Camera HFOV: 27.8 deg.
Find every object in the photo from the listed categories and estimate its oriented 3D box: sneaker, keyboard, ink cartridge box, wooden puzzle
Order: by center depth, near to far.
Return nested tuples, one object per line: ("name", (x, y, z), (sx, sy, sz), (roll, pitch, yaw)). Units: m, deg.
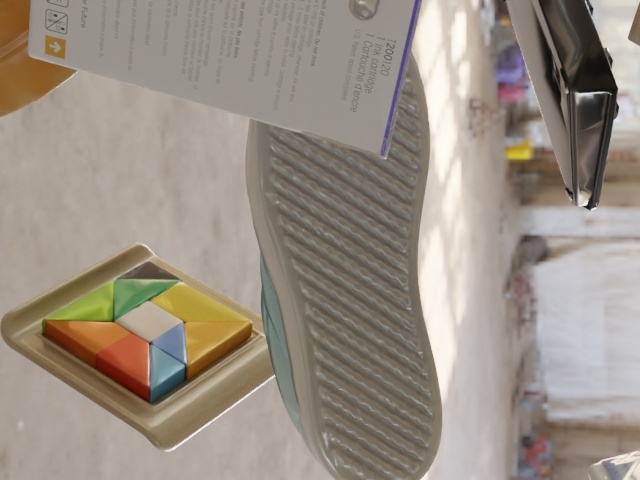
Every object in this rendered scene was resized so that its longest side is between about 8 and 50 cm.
("ink cartridge box", (-0.042, -0.162, 0.653), (0.045, 0.208, 0.206), (-62, 167, -56))
("keyboard", (0.101, -0.191, 0.669), (0.201, 0.033, 0.317), (69, 8, -58))
("sneaker", (0.000, 0.000, 0.956), (0.150, 0.135, 0.366), (-172, -102, -70))
("wooden puzzle", (-0.176, 0.097, 1.350), (0.221, 0.239, 0.044), (-32, 145, -44))

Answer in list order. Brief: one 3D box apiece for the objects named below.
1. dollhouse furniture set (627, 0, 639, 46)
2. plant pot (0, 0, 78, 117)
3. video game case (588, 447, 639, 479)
("dollhouse furniture set", (0.432, -0.236, 1.232), (0.262, 0.259, 0.135), (-130, -132, -54))
("plant pot", (-0.333, -0.252, 1.274), (0.188, 0.205, 0.205), (57, 32, -32))
("video game case", (0.299, 0.126, 0.613), (0.329, 0.300, 0.036), (-72, 143, -82))
